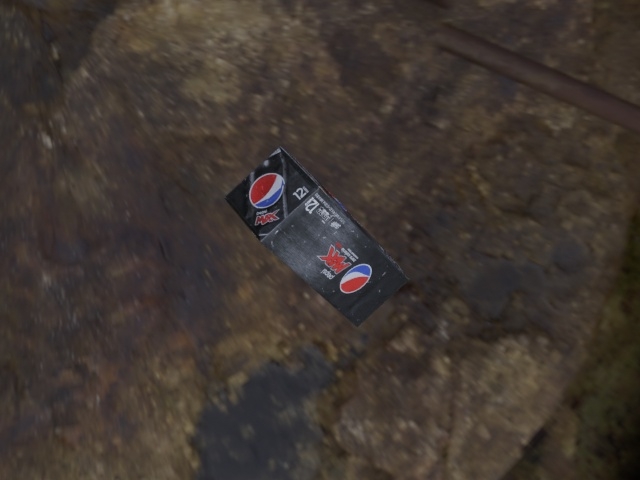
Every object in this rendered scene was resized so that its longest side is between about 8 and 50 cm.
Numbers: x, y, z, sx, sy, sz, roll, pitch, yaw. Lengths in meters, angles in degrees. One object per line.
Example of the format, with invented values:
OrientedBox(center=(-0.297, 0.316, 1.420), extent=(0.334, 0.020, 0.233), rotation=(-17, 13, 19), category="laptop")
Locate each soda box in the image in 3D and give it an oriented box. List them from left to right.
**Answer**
OrientedBox(center=(0.000, 0.000, 1.198), extent=(0.060, 0.053, 0.169), rotation=(-42, 144, 3), category="soda box")
